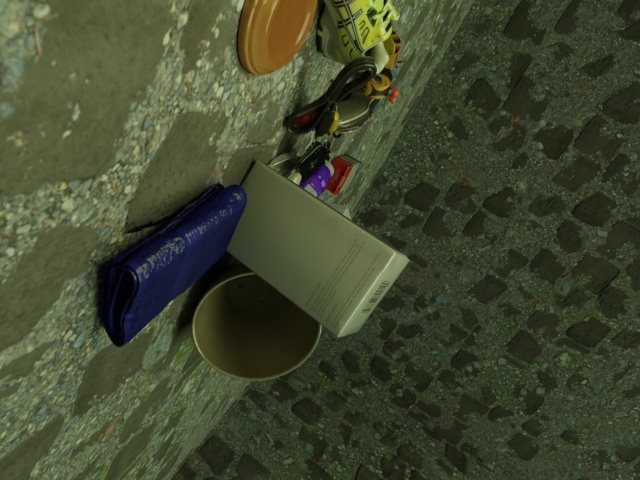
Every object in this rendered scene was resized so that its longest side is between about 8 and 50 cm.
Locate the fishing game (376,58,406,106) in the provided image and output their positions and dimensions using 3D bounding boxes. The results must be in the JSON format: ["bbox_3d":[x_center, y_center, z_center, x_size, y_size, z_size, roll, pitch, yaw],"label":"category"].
[{"bbox_3d":[0.225,-0.568,1.659,0.264,0.041,0.189,-53,175,32],"label":"fishing game"}]

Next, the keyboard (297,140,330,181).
[{"bbox_3d":[-0.015,-0.213,1.146,0.108,0.023,0.180,-42,174,-2],"label":"keyboard"}]

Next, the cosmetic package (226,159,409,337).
[{"bbox_3d":[-0.030,0.014,0.984,0.217,0.385,0.156,-56,158,7],"label":"cosmetic package"}]

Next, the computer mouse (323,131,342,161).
[{"bbox_3d":[0.016,-0.304,1.408,0.241,0.041,0.071,-62,148,-6],"label":"computer mouse"}]

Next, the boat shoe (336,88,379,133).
[{"bbox_3d":[0.100,-0.373,1.321,0.335,0.112,0.095,-53,153,-48],"label":"boat shoe"}]

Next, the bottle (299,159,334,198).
[{"bbox_3d":[-0.061,-0.132,1.279,0.118,0.092,0.282,-23,-157,53],"label":"bottle"}]

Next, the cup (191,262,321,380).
[{"bbox_3d":[-0.177,0.183,1.235,0.330,0.332,0.237,-61,-161,16],"label":"cup"}]

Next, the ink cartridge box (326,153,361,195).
[{"bbox_3d":[0.081,-0.266,1.775,0.134,0.078,0.231,-62,171,20],"label":"ink cartridge box"}]

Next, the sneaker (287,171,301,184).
[{"bbox_3d":[-0.075,-0.093,1.129,0.161,0.076,0.057,-62,165,0],"label":"sneaker"}]

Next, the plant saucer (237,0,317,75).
[{"bbox_3d":[-0.060,-0.357,0.710,0.199,0.037,0.200,-56,172,-11],"label":"plant saucer"}]

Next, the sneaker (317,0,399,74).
[{"bbox_3d":[0.081,-0.455,0.806,0.145,0.147,0.384,-56,171,-7],"label":"sneaker"}]

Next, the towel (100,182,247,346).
[{"bbox_3d":[-0.268,0.030,0.812,0.227,0.076,0.308,-56,176,40],"label":"towel"}]

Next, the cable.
[{"bbox_3d":[0.011,-0.315,0.977,0.287,0.140,0.072,130,-44,-58],"label":"cable"}]

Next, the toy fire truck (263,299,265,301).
[{"bbox_3d":[-0.260,0.322,1.462,0.303,0.169,0.254,-3,154,-38],"label":"toy fire truck"}]

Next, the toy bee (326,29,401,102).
[{"bbox_3d":[0.157,-0.455,1.229,0.298,0.162,0.195,-58,174,0],"label":"toy bee"}]

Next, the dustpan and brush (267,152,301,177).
[{"bbox_3d":[-0.071,-0.194,1.173,0.211,0.060,0.147,-53,170,-34],"label":"dustpan and brush"}]

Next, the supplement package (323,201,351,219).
[{"bbox_3d":[0.000,0.000,1.485,0.145,0.204,0.261,-62,151,-26],"label":"supplement package"}]
